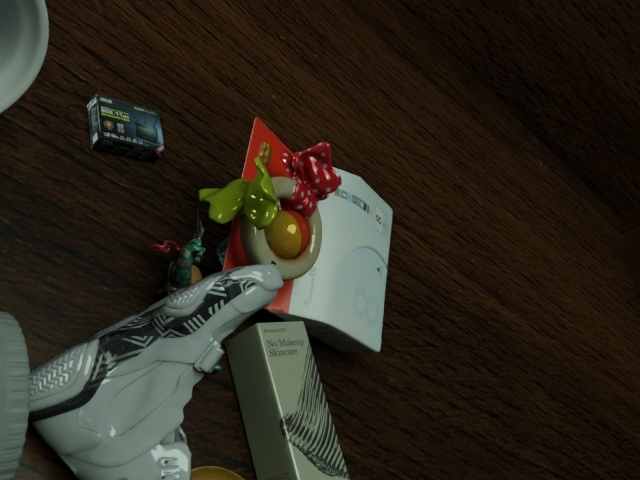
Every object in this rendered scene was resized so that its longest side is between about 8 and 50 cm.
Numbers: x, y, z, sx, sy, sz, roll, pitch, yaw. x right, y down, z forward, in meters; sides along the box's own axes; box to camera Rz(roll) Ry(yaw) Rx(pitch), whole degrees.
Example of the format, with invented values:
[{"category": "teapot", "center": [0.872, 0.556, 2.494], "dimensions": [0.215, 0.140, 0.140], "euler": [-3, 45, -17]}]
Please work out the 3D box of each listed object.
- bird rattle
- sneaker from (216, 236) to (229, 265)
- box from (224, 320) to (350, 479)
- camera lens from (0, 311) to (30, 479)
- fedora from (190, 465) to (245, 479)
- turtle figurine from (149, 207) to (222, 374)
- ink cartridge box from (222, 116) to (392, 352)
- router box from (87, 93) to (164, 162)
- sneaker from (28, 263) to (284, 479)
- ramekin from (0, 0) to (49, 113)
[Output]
[{"category": "bird rattle", "center": [-0.064, -0.041, 1.023], "dimensions": [0.253, 0.143, 0.207], "euler": [-18, 101, -57]}, {"category": "sneaker", "center": [-0.086, 0.017, 1.199], "dimensions": [0.283, 0.110, 0.122], "euler": [-38, 114, -53]}, {"category": "box", "center": [-0.055, 0.272, 1.027], "dimensions": [0.113, 0.094, 0.275], "euler": [3, 62, -46]}, {"category": "camera lens", "center": [-0.444, 0.157, 0.595], "dimensions": [0.274, 0.219, 0.219], "euler": [10, 56, -43]}, {"category": "fedora", "center": [-0.124, 0.395, 0.876], "dimensions": [0.194, 0.079, 0.194], "euler": [27, 46, -31]}, {"category": "turtle figurine", "center": [-0.190, 0.081, 1.005], "dimensions": [0.175, 0.118, 0.234], "euler": [43, 39, -57]}, {"category": "ink cartridge box", "center": [0.000, 0.000, 1.153], "dimensions": [0.385, 0.091, 0.308], "euler": [39, 52, -49]}, {"category": "router box", "center": [-0.334, -0.192, 1.115], "dimensions": [0.122, 0.038, 0.092], "euler": [9, 56, -43]}, {"category": "sneaker", "center": [-0.183, 0.184, 0.835], "dimensions": [0.366, 0.137, 0.210], "euler": [-28, 95, -13]}, {"category": "ramekin", "center": [-0.506, -0.288, 0.813], "dimensions": [0.277, 0.277, 0.135], "euler": [-3, 37, -48]}]
